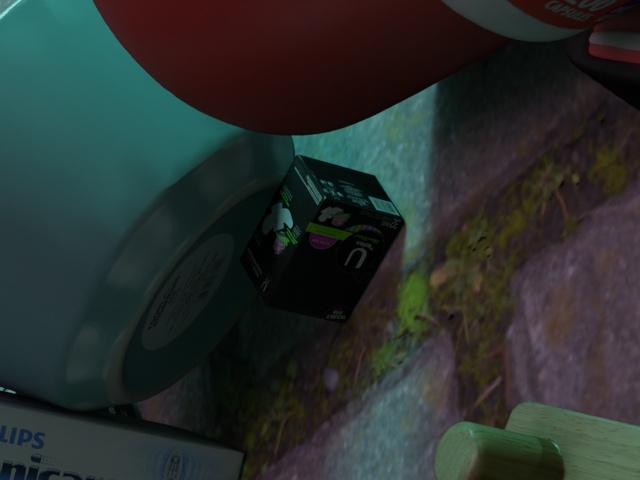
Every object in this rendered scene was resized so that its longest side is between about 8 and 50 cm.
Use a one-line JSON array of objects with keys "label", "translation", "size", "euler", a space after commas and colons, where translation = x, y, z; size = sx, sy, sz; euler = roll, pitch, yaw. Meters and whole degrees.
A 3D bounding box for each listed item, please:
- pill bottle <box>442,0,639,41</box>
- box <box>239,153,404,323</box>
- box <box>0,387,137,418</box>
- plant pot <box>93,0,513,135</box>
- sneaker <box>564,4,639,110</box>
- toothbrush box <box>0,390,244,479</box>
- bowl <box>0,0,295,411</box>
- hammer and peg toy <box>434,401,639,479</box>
[{"label": "pill bottle", "translation": [0.172, -0.217, 0.788], "size": [0.323, 0.181, 0.181], "euler": [-25, 56, 38]}, {"label": "box", "translation": [0.000, 0.000, 1.221], "size": [0.083, 0.062, 0.052], "euler": [-60, 35, 24]}, {"label": "box", "translation": [-0.217, 0.138, 1.528], "size": [0.175, 0.051, 0.220], "euler": [-58, 34, 26]}, {"label": "plant pot", "translation": [0.036, -0.202, 1.055], "size": [0.243, 0.275, 0.275], "euler": [-8, 70, 54]}, {"label": "sneaker", "translation": [0.241, -0.102, 0.855], "size": [0.314, 0.116, 0.136], "euler": [8, 72, 54]}, {"label": "toothbrush box", "translation": [-0.199, 0.250, 1.289], "size": [0.126, 0.216, 0.295], "euler": [7, 82, 59]}, {"label": "bowl", "translation": [-0.130, -0.014, 1.264], "size": [0.163, 0.311, 0.311], "euler": [36, 114, 16]}, {"label": "hammer and peg toy", "translation": [0.159, 0.218, 0.800], "size": [0.361, 0.127, 0.266], "euler": [10, 86, 59]}]
